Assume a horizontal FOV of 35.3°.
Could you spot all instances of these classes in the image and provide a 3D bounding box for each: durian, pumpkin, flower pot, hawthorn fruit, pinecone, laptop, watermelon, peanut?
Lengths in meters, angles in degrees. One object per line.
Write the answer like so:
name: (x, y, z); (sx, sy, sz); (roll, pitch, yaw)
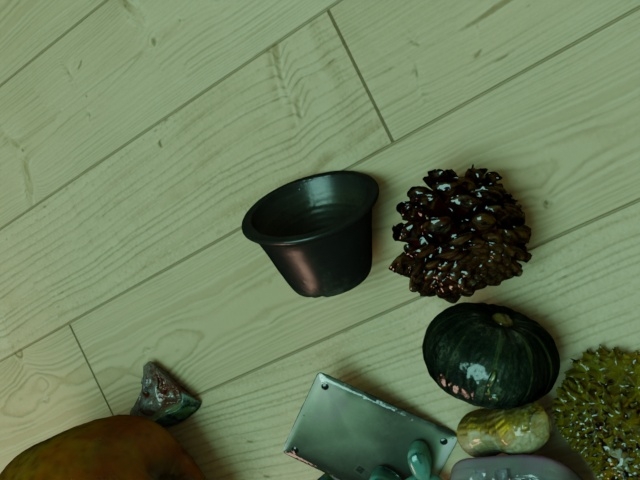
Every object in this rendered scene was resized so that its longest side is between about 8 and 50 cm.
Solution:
durian: (0.453, 0.277, 1.512); (0.249, 0.138, 0.183); (51, 130, 16)
pumpkin: (0.261, 0.182, 1.549); (0.212, 0.211, 0.152); (21, 120, 24)
flower pot: (0.000, 0.000, 1.672); (0.235, 0.235, 0.148); (0, 122, 30)
hawthorn fruit: (-0.407, 0.561, 1.904); (0.472, 0.472, 0.471); (8, 106, 28)
pinecone: (0.210, -0.015, 1.539); (0.221, 0.221, 0.221); (8, 106, 28)
laptop: (0.085, 0.357, 1.763); (0.269, 0.015, 0.187); (25, 114, 3)
watermelon: (-0.335, 0.313, 2.014); (0.187, 0.071, 0.139); (-22, 87, 33)
peanut: (0.292, 0.304, 1.603); (0.087, 0.087, 0.207); (63, 149, 2)

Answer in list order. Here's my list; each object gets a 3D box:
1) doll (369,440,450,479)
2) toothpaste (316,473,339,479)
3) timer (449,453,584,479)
doll: (0.183, 0.424, 1.725); (0.159, 0.059, 0.158); (-33, 100, 19)
toothpaste: (0.071, 0.497, 1.834); (0.193, 0.044, 0.070); (33, 117, 19)
timer: (0.318, 0.403, 1.594); (0.208, 0.069, 0.191); (-14, 137, 40)
